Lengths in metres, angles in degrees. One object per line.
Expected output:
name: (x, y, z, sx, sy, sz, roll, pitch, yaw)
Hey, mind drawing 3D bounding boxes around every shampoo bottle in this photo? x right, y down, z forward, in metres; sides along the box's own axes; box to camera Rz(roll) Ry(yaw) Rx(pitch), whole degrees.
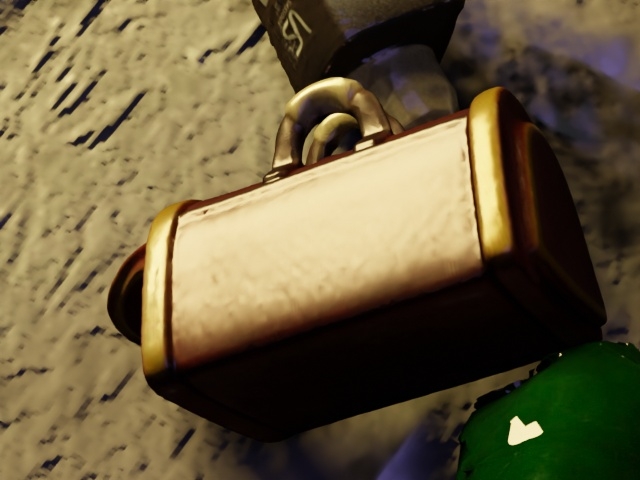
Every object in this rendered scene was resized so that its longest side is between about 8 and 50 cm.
shampoo bottle: (0.008, -0.094, 0.547, 0.063, 0.057, 0.208, -22, 70, -17)

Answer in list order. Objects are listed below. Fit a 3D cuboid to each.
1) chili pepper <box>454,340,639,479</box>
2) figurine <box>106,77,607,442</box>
chili pepper: (0.088, 0.150, 0.368, 0.173, 0.165, 0.261, 14, 46, -2)
figurine: (0.000, 0.000, 0.477, 0.154, 0.082, 0.098, -17, 67, 21)
